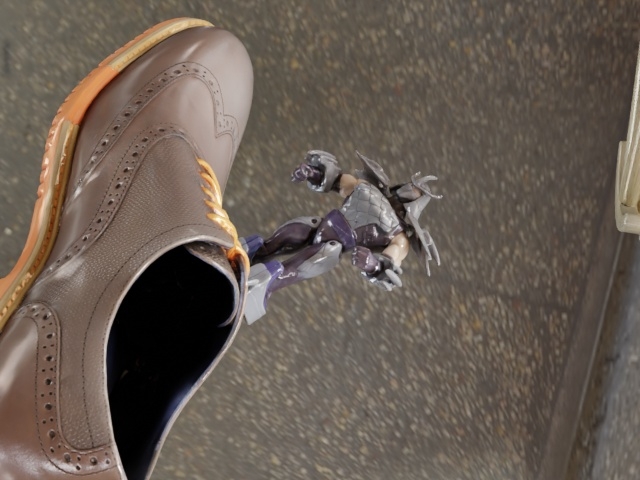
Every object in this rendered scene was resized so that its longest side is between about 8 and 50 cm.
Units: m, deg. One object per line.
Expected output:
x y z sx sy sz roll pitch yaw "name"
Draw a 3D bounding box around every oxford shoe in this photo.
-0.086 0.005 0.770 0.133 0.130 0.363 -5 45 27 "oxford shoe"

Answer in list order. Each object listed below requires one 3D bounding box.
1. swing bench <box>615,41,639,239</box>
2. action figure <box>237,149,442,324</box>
0.410 -0.112 1.256 0.253 0.165 0.254 9 97 5 "swing bench"
0.000 0.000 1.445 0.285 0.099 0.185 -27 47 -10 "action figure"
